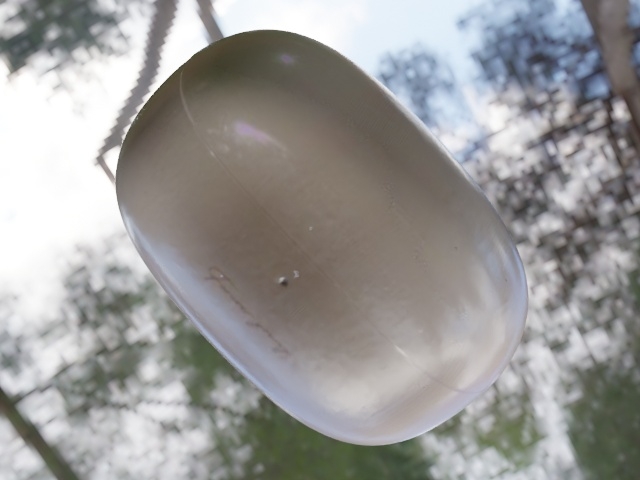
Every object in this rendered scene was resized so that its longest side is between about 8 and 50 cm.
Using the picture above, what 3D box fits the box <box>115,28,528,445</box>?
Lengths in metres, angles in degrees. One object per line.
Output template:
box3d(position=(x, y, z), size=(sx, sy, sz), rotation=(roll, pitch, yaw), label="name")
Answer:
box3d(position=(0.000, 0.000, 0.837), size=(0.146, 0.200, 0.088), rotation=(-40, -174, 35), label="box")
